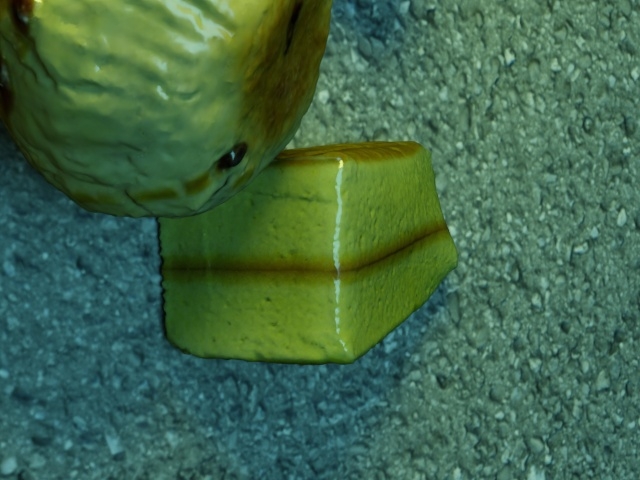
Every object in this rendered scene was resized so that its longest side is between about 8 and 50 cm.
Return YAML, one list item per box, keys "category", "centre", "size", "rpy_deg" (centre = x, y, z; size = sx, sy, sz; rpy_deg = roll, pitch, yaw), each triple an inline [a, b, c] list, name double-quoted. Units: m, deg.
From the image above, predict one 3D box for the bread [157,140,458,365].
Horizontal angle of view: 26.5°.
- category: "bread"
  centre: [0.000, 0.000, 1.631]
  size: [0.362, 0.245, 0.233]
  rpy_deg: [-18, 107, -65]

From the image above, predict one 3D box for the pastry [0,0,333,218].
- category: "pastry"
  centre: [-0.168, -0.217, 1.311]
  size: [0.388, 0.313, 0.388]
  rpy_deg: [-56, 161, -30]
